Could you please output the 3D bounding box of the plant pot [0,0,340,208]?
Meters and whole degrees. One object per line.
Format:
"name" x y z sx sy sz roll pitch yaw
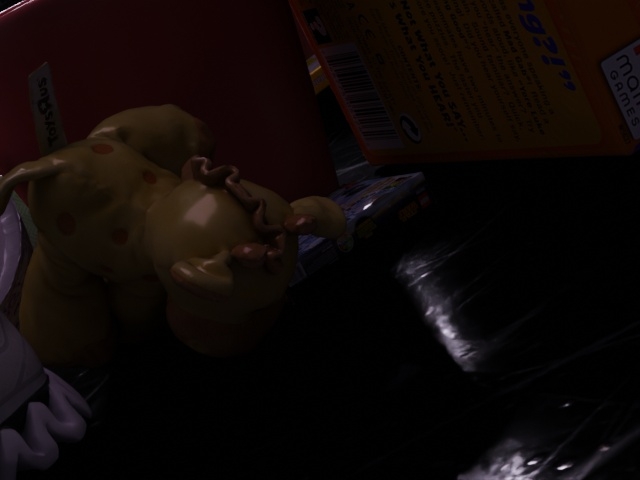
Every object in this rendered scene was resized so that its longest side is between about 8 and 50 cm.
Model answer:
"plant pot" -0.121 -0.092 1.165 0.275 0.243 0.275 -25 14 6

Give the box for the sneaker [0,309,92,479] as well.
"sneaker" -0.235 0.124 0.837 0.110 0.118 0.292 -19 16 23

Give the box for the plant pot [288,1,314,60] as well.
"plant pot" -0.100 -0.292 1.858 0.272 0.265 0.272 -25 13 6

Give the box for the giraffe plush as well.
"giraffe plush" -0.081 0.000 0.935 0.170 0.210 0.181 20 60 28

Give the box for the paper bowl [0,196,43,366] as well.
"paper bowl" -0.331 0.035 1.035 0.284 0.148 0.284 -5 41 4

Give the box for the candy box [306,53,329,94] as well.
"candy box" -0.027 -0.162 1.670 0.206 0.027 0.105 -38 16 -6

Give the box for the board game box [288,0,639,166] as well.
"board game box" 0.174 -0.292 1.113 0.356 0.357 0.356 -32 14 -20

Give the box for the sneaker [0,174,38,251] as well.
"sneaker" -0.275 -0.027 1.555 0.292 0.108 0.169 -23 8 -30

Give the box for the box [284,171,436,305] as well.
"box" 0.000 0.000 1.051 0.137 0.027 0.094 -34 16 -30
